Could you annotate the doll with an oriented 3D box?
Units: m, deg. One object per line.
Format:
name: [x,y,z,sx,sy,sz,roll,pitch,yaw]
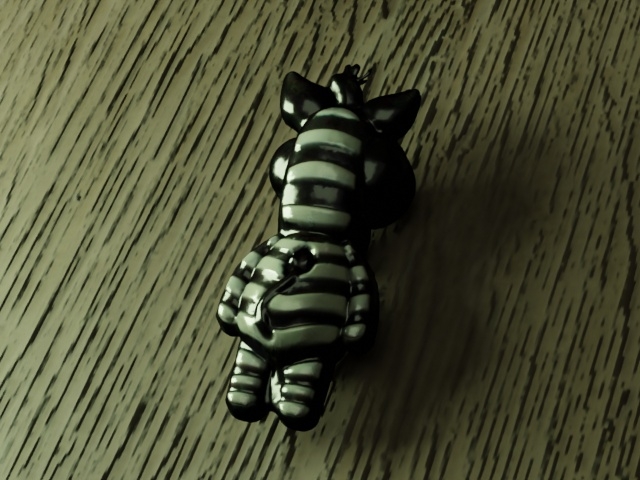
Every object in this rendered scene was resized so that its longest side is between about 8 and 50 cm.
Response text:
doll: [0.000,0.000,0.797,0.091,0.067,0.219,7,67,20]
